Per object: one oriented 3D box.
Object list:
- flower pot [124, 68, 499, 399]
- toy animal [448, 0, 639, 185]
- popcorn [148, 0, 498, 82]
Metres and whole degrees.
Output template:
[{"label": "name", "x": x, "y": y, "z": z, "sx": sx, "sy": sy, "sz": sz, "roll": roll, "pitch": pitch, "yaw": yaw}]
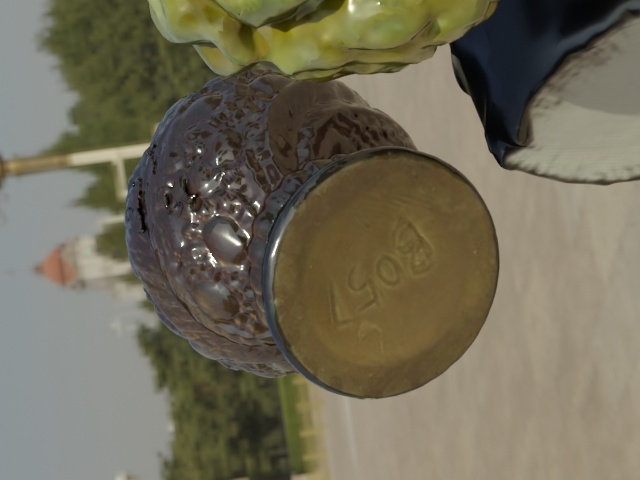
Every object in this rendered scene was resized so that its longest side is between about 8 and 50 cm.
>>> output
[{"label": "flower pot", "x": 0.000, "y": 0.000, "z": 1.252, "sx": 0.267, "sy": 0.267, "sz": 0.266, "roll": -155, "pitch": 55, "yaw": -63}, {"label": "toy animal", "x": 0.184, "y": -0.217, "z": 1.087, "sx": 0.251, "sy": 0.251, "sz": 0.310, "roll": 85, "pitch": 172, "yaw": -56}, {"label": "popcorn", "x": -0.012, "y": -0.239, "z": 0.748, "sx": 0.274, "sy": 0.279, "sz": 0.335, "roll": 140, "pitch": 124, "yaw": -69}]
